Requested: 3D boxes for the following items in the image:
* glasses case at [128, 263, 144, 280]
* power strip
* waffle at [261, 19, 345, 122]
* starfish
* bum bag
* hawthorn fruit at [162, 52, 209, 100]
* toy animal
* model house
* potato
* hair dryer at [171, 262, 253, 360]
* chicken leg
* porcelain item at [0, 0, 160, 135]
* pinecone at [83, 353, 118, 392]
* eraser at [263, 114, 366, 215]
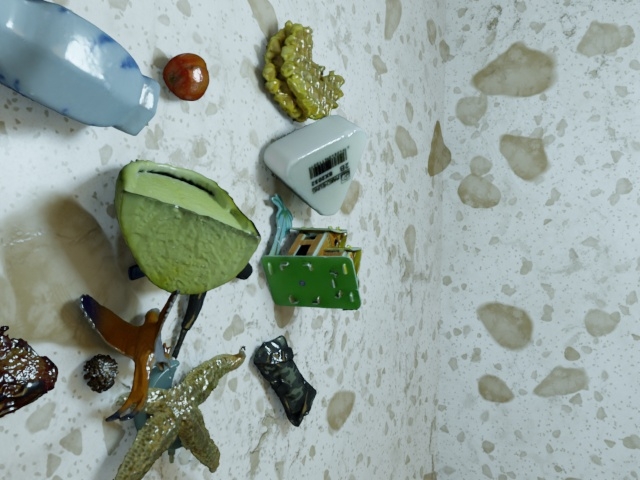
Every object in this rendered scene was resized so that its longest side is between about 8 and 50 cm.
[{"bbox_3d":[-0.440,0.072,1.431,0.083,0.023,0.033,-25,106,-57],"label":"glasses case"},{"bbox_3d":[-0.392,0.444,1.481,0.167,0.054,0.253,-32,116,-51],"label":"power strip"},{"bbox_3d":[-0.058,-0.541,1.926,0.324,0.151,0.261,41,59,-47],"label":"waffle"},{"bbox_3d":[-0.328,0.462,1.464,0.432,0.082,0.324,-4,90,-58],"label":"starfish"},{"bbox_3d":[-0.110,0.450,1.896,0.144,0.095,0.340,-52,125,-40],"label":"bum bag"},{"bbox_3d":[-0.344,-0.420,1.504,0.128,0.128,0.128,0,90,-58],"label":"hawthorn fruit"},{"bbox_3d":[-0.390,0.270,1.321,0.302,0.225,0.284,76,8,-69],"label":"toy animal"},{"bbox_3d":[0.000,0.000,1.897,0.324,0.300,0.340,-62,145,-52],"label":"model house"},{"bbox_3d":[-0.350,-0.039,1.401,0.330,0.280,0.213,20,112,-26],"label":"potato"},{"bbox_3d":[-0.318,0.159,1.595,0.359,0.120,0.304,-69,158,-12],"label":"hair dryer"},{"bbox_3d":[-0.633,0.253,1.085,0.322,0.083,0.177,3,79,-60],"label":"chicken leg"},{"bbox_3d":[-0.513,-0.347,1.126,0.178,0.242,0.405,-63,149,-1],"label":"porcelain item"},{"bbox_3d":[-0.494,0.299,1.305,0.077,0.077,0.083,-23,141,-56],"label":"pinecone"},{"bbox_3d":[0.009,-0.271,1.919,0.331,0.150,0.331,-25,133,-30],"label":"eraser"}]
